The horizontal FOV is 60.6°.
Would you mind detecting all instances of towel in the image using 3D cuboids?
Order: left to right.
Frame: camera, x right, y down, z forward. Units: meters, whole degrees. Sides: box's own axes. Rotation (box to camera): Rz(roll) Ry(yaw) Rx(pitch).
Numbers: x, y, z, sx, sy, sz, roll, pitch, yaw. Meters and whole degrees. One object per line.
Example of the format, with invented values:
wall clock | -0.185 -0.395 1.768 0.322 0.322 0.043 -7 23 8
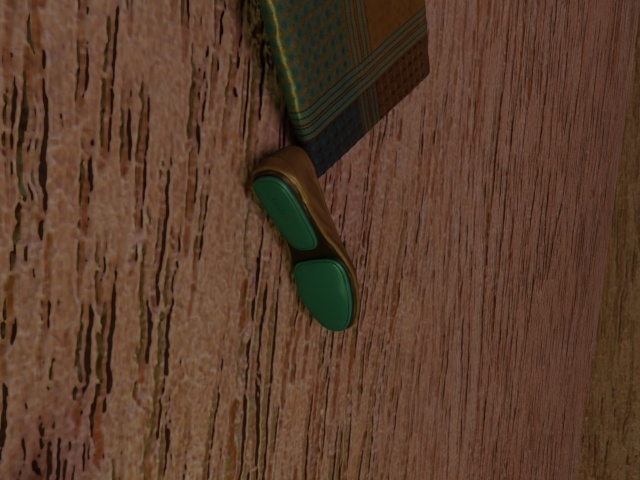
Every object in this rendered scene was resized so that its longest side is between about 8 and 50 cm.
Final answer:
towel | 0.026 -0.286 0.565 0.271 0.040 0.370 -45 139 -32

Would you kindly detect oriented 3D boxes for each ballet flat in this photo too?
ballet flat | 0.000 0.000 0.606 0.073 0.080 0.232 -59 138 -43
